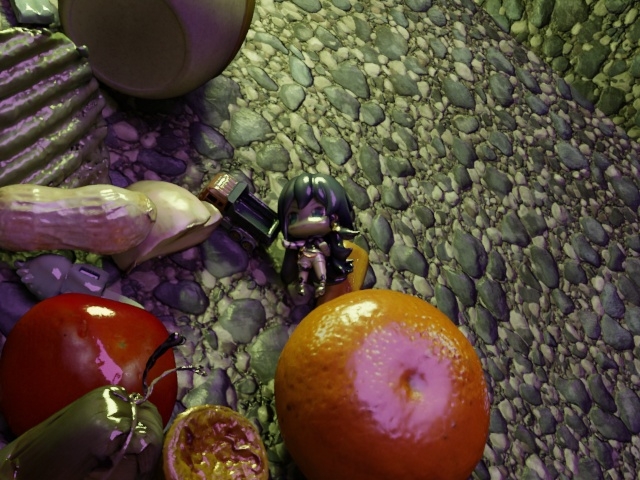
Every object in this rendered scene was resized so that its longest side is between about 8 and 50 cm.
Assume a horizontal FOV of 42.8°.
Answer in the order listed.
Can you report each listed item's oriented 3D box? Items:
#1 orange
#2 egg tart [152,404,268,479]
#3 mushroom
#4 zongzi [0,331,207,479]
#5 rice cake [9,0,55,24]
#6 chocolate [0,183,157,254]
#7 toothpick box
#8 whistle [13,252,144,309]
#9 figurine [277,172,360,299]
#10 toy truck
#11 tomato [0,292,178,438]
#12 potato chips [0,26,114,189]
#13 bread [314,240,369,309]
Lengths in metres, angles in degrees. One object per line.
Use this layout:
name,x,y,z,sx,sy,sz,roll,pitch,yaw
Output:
orange,0.111,0.305,1.558,0.424,0.326,0.423,7,66,-15
egg tart,-0.206,0.390,1.376,0.203,0.147,0.202,23,51,-31
mushroom,-0.314,-0.068,1.633,0.236,0.162,0.173,-26,83,-48
zongzi,-0.403,0.302,1.117,0.418,0.447,0.181,16,26,-21
rice cake,-0.678,-0.580,1.841,0.085,0.040,0.226,-14,68,-42
chocolate,-0.447,-0.036,1.459,0.309,0.134,0.134,-1,59,-21
toothpick box,-0.341,-0.551,1.804,0.409,0.409,0.425,33,41,-12
whistle,-0.437,0.090,1.476,0.245,0.092,0.110,26,17,-14
figurine,-0.009,-0.012,1.751,0.175,0.197,0.264,3,91,-1
toy truck,-0.175,-0.062,1.787,0.192,0.092,0.083,38,45,-6
tomato,-0.369,0.215,1.340,0.299,0.226,0.298,20,46,-22
potato chips,-0.543,-0.210,1.531,0.097,0.373,0.389,15,22,37
bread,0.045,0.108,1.835,0.093,0.074,0.239,32,45,-14
